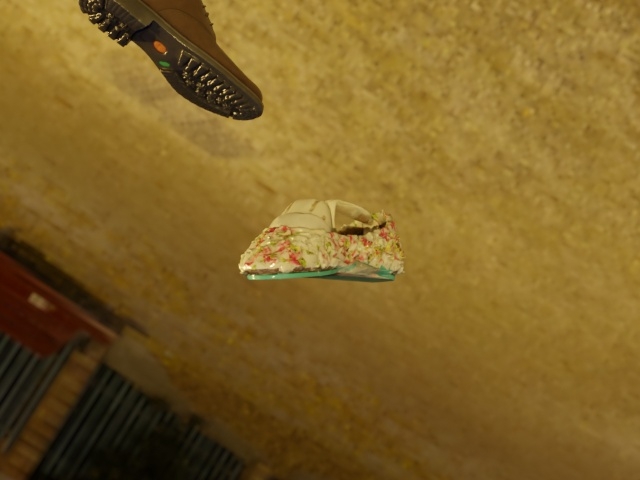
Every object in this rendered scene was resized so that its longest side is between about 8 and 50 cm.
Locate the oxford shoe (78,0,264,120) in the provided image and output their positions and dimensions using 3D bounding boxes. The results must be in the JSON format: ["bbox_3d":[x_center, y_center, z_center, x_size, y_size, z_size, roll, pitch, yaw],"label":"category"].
[{"bbox_3d":[-0.135,-0.214,1.441,0.227,0.096,0.083,42,147,-26],"label":"oxford shoe"}]

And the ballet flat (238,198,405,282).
[{"bbox_3d":[0.000,0.000,1.270,0.091,0.077,0.241,-2,177,28],"label":"ballet flat"}]
